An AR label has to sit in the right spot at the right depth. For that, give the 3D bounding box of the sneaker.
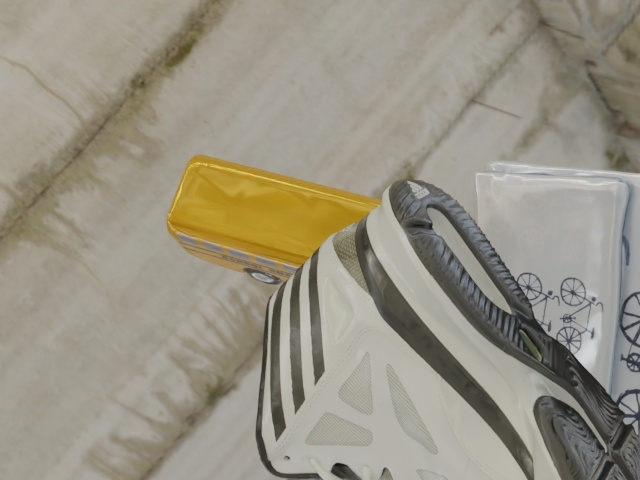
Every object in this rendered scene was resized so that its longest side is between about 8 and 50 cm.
[{"bbox_3d":[0.114,0.193,0.833,0.257,0.447,0.169,-37,-7,29],"label":"sneaker"}]

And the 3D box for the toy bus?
[{"bbox_3d":[0.000,0.000,1.119,0.130,0.332,0.108,66,-138,-68],"label":"toy bus"}]

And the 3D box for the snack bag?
[{"bbox_3d":[0.319,0.084,1.037,0.037,0.342,0.323,-10,-76,-55],"label":"snack bag"}]
